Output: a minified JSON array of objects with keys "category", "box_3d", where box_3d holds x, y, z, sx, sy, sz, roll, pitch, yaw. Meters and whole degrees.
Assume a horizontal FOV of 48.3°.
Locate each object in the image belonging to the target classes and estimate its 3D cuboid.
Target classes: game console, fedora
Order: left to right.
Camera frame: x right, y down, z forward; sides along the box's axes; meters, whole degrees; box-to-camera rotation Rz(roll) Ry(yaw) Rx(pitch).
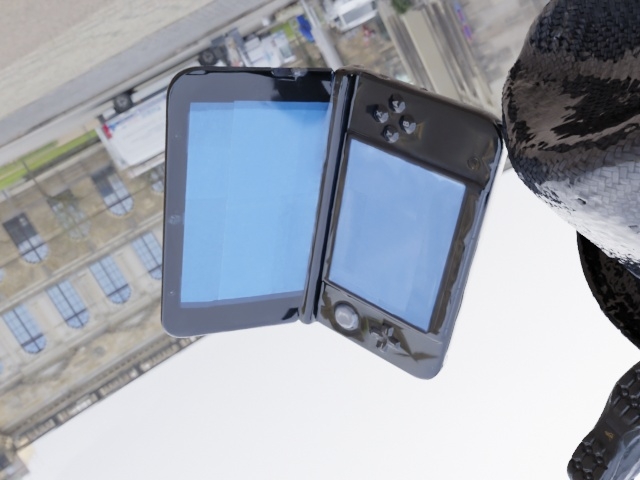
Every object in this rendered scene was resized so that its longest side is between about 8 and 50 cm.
[{"category":"game console","box_3d":[0.000,0.000,0.669,0.250,0.293,0.173,27,-144,28]},{"category":"fedora","box_3d":[0.207,-0.082,0.411,0.334,0.152,0.334,-161,-90,-76]}]

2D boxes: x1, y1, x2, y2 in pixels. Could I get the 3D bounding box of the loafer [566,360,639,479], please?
[{"category":"loafer","box_3d":[0.380,0.219,0.856,0.223,0.078,0.076,-65,-145,23]}]
